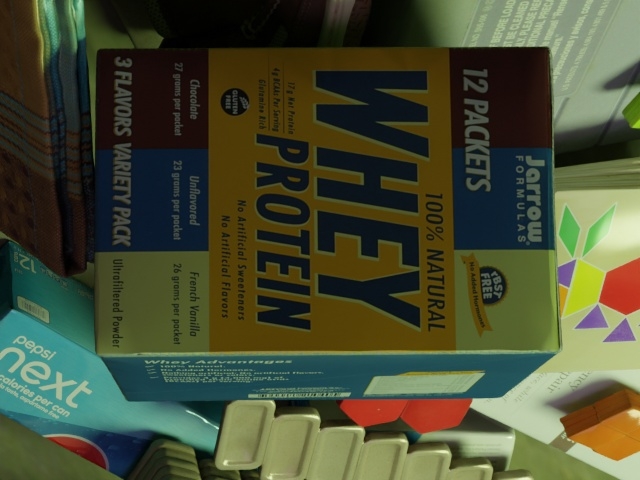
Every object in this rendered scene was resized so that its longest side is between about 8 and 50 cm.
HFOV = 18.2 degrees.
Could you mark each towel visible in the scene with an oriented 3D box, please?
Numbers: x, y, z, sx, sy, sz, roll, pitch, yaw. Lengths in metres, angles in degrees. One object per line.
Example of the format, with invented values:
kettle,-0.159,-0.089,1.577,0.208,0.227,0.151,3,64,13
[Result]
towel,-0.193,-0.187,0.886,0.040,0.271,0.370,-31,139,-33

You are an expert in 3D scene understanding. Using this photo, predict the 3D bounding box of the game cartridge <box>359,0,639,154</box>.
game cartridge,0.136,-0.147,0.983,0.230,0.068,0.355,-7,154,-13

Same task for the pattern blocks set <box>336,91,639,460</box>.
pattern blocks set,0.189,0.014,1.138,0.325,0.026,0.285,5,127,-18

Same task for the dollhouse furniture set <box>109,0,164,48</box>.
dollhouse furniture set,-0.035,-0.227,0.985,0.197,0.151,0.301,-11,158,5

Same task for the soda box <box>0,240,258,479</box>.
soda box,-0.127,0.090,1.216,0.210,0.067,0.071,34,115,-30

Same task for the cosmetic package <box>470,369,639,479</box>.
cosmetic package,0.182,0.073,1.252,0.231,0.085,0.117,27,119,-26

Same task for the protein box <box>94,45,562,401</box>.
protein box,0.000,0.000,0.938,0.200,0.136,0.201,0,170,-2

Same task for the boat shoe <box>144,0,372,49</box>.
boat shoe,-0.037,-0.112,0.942,0.095,0.095,0.257,2,157,-10

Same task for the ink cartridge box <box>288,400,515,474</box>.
ink cartridge box,0.038,0.186,1.316,0.134,0.078,0.231,2,127,-11

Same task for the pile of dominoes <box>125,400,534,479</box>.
pile of dominoes,0.002,0.176,1.245,0.251,0.040,0.196,18,123,-28
